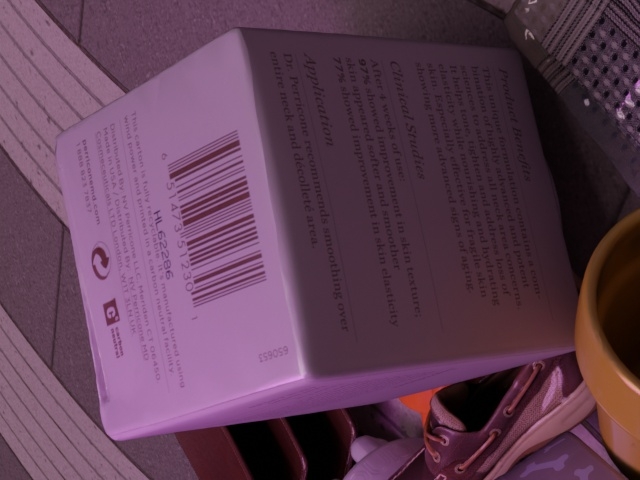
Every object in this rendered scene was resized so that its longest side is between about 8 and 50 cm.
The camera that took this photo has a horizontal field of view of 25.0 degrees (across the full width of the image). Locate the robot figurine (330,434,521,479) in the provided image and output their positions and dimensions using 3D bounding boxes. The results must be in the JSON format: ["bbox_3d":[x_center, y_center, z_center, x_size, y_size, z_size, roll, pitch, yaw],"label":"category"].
[{"bbox_3d":[0.144,0.382,1.796,0.353,0.200,0.300,36,97,50],"label":"robot figurine"}]

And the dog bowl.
[{"bbox_3d":[0.334,0.332,1.469,0.349,0.102,0.349,42,-179,-1],"label":"dog bowl"}]

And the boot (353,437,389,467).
[{"bbox_3d":[0.031,0.343,2.062,0.176,0.088,0.244,40,142,36],"label":"boot"}]

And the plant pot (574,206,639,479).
[{"bbox_3d":[0.359,0.123,1.354,0.254,0.254,0.239,45,156,29],"label":"plant pot"}]

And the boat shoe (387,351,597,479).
[{"bbox_3d":[0.169,0.208,1.633,0.123,0.123,0.342,38,119,-20],"label":"boat shoe"}]

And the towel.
[{"bbox_3d":[0.320,-0.204,1.362,0.312,0.056,0.324,52,144,21],"label":"towel"}]

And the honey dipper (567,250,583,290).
[{"bbox_3d":[0.289,0.055,1.582,0.160,0.030,0.030,51,143,20],"label":"honey dipper"}]

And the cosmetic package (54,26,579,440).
[{"bbox_3d":[0.000,0.000,1.468,0.327,0.394,0.329,-23,74,46],"label":"cosmetic package"}]

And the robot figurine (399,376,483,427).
[{"bbox_3d":[0.146,0.122,1.730,0.128,0.158,0.219,7,116,33],"label":"robot figurine"}]

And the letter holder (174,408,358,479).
[{"bbox_3d":[-0.084,0.256,2.032,0.302,0.152,0.214,51,139,49],"label":"letter holder"}]
